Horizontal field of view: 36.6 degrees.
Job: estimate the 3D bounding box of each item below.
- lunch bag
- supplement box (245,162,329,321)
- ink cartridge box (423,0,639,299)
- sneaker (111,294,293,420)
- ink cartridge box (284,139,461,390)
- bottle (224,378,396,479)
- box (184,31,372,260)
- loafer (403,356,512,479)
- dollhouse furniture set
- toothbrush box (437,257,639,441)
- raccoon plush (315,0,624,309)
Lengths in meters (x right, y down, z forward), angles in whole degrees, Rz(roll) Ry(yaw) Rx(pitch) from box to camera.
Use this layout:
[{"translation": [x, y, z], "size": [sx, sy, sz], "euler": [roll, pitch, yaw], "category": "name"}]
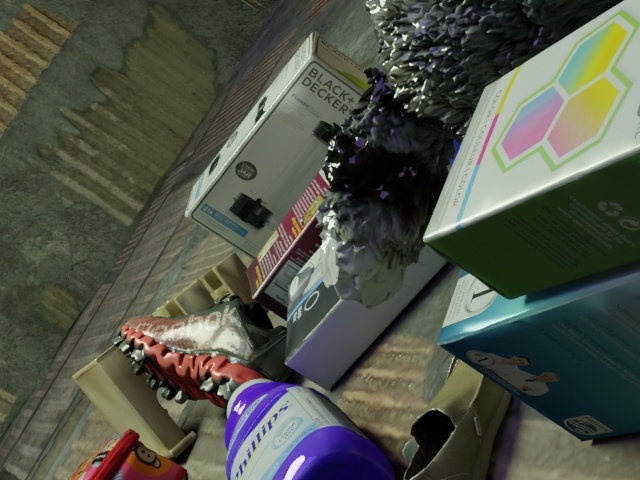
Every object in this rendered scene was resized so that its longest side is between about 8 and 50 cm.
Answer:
[{"translation": [-0.282, 0.368, 1.091], "size": [0.293, 0.120, 0.258], "euler": [-48, 6, 48], "category": "lunch bag"}, {"translation": [0.000, 0.000, 1.142], "size": [0.188, 0.080, 0.104], "euler": [-53, 17, 7], "category": "supplement box"}, {"translation": [0.143, -0.053, 0.430], "size": [0.209, 0.062, 0.109], "euler": [-27, 34, 57], "category": "ink cartridge box"}, {"translation": [-0.130, 0.126, 1.138], "size": [0.276, 0.098, 0.135], "euler": [11, 53, 42], "category": "sneaker"}, {"translation": [0.084, -0.015, 0.971], "size": [0.333, 0.065, 0.165], "euler": [-49, 17, 20], "category": "ink cartridge box"}, {"translation": [-0.026, 0.186, 0.838], "size": [0.118, 0.092, 0.283], "euler": [-58, 16, -2], "category": "bottle"}, {"translation": [-0.032, -0.109, 1.288], "size": [0.290, 0.169, 0.087], "euler": [-47, 18, 24], "category": "box"}, {"translation": [0.096, 0.126, 0.683], "size": [0.056, 0.050, 0.148], "euler": [-39, 23, 44], "category": "loafer"}, {"translation": [-0.187, 0.168, 1.332], "size": [0.242, 0.161, 0.212], "euler": [-40, 4, -37], "category": "dollhouse furniture set"}, {"translation": [0.221, -0.034, 0.505], "size": [0.295, 0.126, 0.216], "euler": [-33, 28, 55], "category": "toothbrush box"}, {"translation": [0.186, -0.132, 0.717], "size": [0.299, 0.216, 0.447], "euler": [21, 105, 53], "category": "raccoon plush"}]
